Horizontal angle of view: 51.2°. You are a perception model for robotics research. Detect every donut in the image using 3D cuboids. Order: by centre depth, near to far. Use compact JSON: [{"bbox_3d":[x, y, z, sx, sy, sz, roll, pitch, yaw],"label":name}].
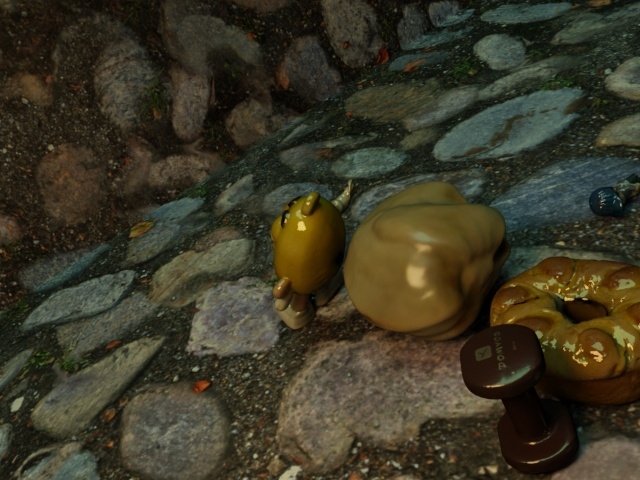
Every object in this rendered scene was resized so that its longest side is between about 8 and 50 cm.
[{"bbox_3d":[0.464,0.150,1.179,0.299,0.150,0.317,-24,28,5],"label":"donut"}]

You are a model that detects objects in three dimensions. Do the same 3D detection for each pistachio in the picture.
[{"bbox_3d":[0.223,0.033,1.439,0.366,0.281,0.445,-20,32,13],"label":"pistachio"}]

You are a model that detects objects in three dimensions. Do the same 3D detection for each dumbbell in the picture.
[{"bbox_3d":[0.316,0.251,1.056,0.124,0.225,0.140,-21,27,18],"label":"dumbbell"}]

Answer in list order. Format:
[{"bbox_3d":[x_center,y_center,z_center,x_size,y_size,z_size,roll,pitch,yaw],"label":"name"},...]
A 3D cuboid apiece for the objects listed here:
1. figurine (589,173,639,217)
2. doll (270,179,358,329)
[{"bbox_3d":[0.670,-0.109,1.516,0.136,0.079,0.077,-45,-9,-22],"label":"figurine"},{"bbox_3d":[-0.011,0.033,1.570,0.161,0.422,0.348,24,29,16],"label":"doll"}]
